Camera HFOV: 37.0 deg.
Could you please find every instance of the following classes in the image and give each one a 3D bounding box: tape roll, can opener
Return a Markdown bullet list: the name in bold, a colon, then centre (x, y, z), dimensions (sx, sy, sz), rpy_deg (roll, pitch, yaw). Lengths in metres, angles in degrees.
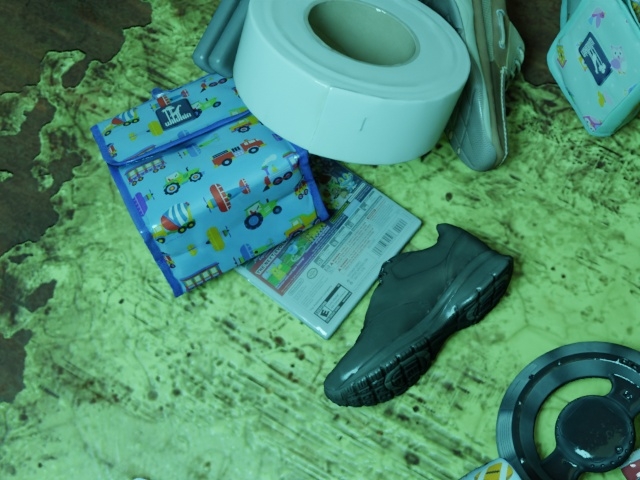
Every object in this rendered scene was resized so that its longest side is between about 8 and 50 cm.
- **tape roll**: centre (0.038, -0.220, 1.192), dimensions (0.286, 0.100, 0.286), rpy_deg (12, 42, -11)
- **can opener**: centre (-0.094, -0.354, 1.280), dimensions (0.074, 0.093, 0.280), rpy_deg (23, 88, 45)

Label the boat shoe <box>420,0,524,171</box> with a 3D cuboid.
- **boat shoe**: centre (0.220, -0.250, 1.289), dimensions (0.117, 0.123, 0.324), rpy_deg (-2, 75, -17)

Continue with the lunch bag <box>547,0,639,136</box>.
- **lunch bag**: centre (0.401, -0.287, 1.234), dimensions (0.160, 0.223, 0.262), rpy_deg (14, 70, -3)

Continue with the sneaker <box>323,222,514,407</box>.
- **sneaker**: centre (0.104, 0.091, 1.180), dimensions (0.286, 0.109, 0.130), rpy_deg (-38, 62, -19)

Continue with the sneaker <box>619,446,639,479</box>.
- **sneaker**: centre (0.414, 0.262, 1.119), dimensions (0.118, 0.042, 0.067), rpy_deg (-25, 66, 1)

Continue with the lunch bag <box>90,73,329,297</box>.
- **lunch bag**: centre (-0.158, -0.108, 1.250), dimensions (0.221, 0.138, 0.293), rpy_deg (-28, 50, -7)

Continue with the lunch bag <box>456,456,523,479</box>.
- **lunch bag**: centre (0.207, 0.371, 0.979), dimensions (0.115, 0.243, 0.303), rpy_deg (-28, 71, -9)

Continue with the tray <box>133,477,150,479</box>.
- **tray**: centre (-0.111, 0.379, 1.104), dimensions (0.270, 0.030, 0.145), rpy_deg (14, 71, 8)

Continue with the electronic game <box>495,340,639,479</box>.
- **electronic game**: centre (0.320, 0.226, 1.118), dimensions (0.229, 0.048, 0.229), rpy_deg (-8, 60, 14)

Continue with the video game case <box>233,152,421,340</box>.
- **video game case**: centre (0.000, 0.000, 1.251), dimensions (0.183, 0.023, 0.201), rpy_deg (36, 76, 15)
